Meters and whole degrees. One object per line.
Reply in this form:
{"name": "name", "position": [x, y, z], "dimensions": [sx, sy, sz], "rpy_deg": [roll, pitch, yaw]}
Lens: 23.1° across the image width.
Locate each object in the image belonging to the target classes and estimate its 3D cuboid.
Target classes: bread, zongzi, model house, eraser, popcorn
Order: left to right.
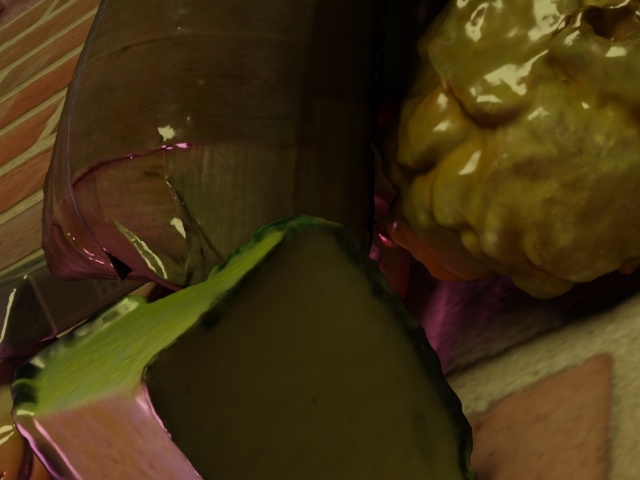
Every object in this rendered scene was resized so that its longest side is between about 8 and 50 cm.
{"name": "bread", "position": [-0.266, 0.160, 1.289], "dimensions": [0.134, 0.081, 0.225], "rpy_deg": [-30, 20, 8]}
{"name": "eraser", "position": [-0.190, 0.020, 1.382], "dimensions": [0.089, 0.061, 0.352], "rpy_deg": [-14, 11, 39]}
{"name": "zongzi", "position": [-0.094, -0.135, 1.083], "dimensions": [0.393, 0.174, 0.356], "rpy_deg": [0, 79, 62]}
{"name": "model house", "position": [-0.053, 0.115, 0.874], "dimensions": [0.211, 0.194, 0.170], "rpy_deg": [-19, 23, 49]}
{"name": "popcorn", "position": [0.145, -0.088, 0.973], "dimensions": [0.266, 0.192, 0.233], "rpy_deg": [-31, 22, 48]}

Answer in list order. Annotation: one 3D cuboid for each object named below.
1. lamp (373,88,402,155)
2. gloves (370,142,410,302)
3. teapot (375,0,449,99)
{"name": "lamp", "position": [-0.051, -0.168, 1.360], "dimensions": [0.303, 0.257, 0.303], "rpy_deg": [-10, 71, 30]}
{"name": "gloves", "position": [0.008, 0.003, 1.129], "dimensions": [0.145, 0.126, 0.241], "rpy_deg": [-33, 54, 30]}
{"name": "teapot", "position": [0.148, -0.226, 1.092], "dimensions": [0.223, 0.305, 0.285], "rpy_deg": [-38, -26, -23]}
